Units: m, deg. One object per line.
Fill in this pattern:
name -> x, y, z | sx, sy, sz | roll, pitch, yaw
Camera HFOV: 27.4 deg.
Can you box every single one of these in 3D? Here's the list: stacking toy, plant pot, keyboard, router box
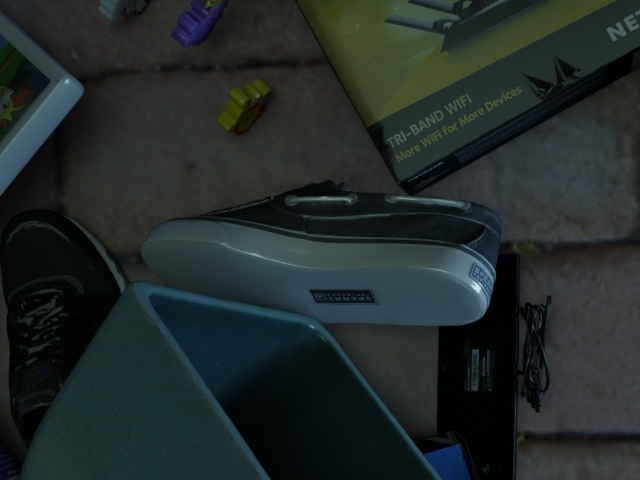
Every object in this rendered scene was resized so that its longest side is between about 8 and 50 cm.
stacking toy -> -0.081, -0.217, 1.085 | 0.167, 0.052, 0.221 | 43, 130, 12
plant pot -> -0.081, 0.214, 0.959 | 0.252, 0.248, 0.247 | -47, 60, 16
keyboard -> 0.146, 0.107, 1.079 | 0.100, 0.038, 0.192 | -1, 86, 34
router box -> 0.144, -0.218, 1.077 | 0.309, 0.081, 0.243 | -30, 79, 7

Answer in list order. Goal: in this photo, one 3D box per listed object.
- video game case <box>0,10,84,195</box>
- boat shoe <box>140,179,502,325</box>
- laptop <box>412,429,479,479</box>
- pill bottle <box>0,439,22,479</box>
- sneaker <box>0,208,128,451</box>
video game case -> -0.399, -0.088, 1.153 | 0.300, 0.036, 0.329 | 41, 93, 29
boat shoe -> 0.000, 0.000, 1.081 | 0.301, 0.108, 0.102 | 2, 52, 23
laptop -> 0.035, 0.314, 1.013 | 0.234, 0.136, 0.264 | -18, 37, 11
pill bottle -> -0.325, 0.193, 1.114 | 0.112, 0.112, 0.187 | -42, 79, 4
sneaker -> -0.211, 0.102, 1.094 | 0.107, 0.124, 0.283 | -20, 81, 8
